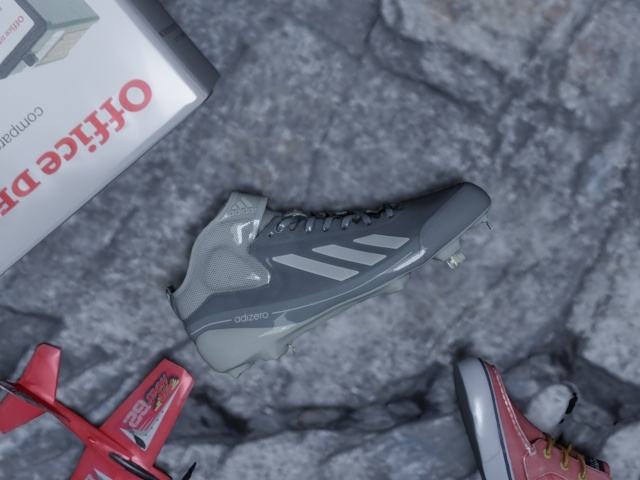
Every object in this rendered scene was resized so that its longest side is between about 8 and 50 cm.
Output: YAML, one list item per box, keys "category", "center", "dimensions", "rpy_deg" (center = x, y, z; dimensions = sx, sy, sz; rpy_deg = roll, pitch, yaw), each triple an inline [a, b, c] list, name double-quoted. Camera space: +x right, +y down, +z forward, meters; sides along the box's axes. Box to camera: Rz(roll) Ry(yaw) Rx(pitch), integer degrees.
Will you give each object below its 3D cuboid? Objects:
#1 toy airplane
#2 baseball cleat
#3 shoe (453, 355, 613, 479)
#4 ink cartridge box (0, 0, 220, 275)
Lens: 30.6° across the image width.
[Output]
- category: "toy airplane"
  center: [-0.152, 0.128, 0.766]
  dimensions: [0.151, 0.028, 0.151]
  rpy_deg: [0, 101, -2]
- category: "baseball cleat"
  center: [0.000, 0.000, 0.722]
  dimensions: [0.206, 0.072, 0.109]
  rpy_deg: [-32, 95, 1]
- category: "shoe"
  center: [0.146, 0.146, 0.766]
  dimensions: [0.081, 0.063, 0.178]
  rpy_deg: [-18, 108, 1]
- category: "ink cartridge box"
  center: [-0.218, -0.126, 0.663]
  dimensions: [0.198, 0.115, 0.273]
  rpy_deg: [-40, 101, 7]
